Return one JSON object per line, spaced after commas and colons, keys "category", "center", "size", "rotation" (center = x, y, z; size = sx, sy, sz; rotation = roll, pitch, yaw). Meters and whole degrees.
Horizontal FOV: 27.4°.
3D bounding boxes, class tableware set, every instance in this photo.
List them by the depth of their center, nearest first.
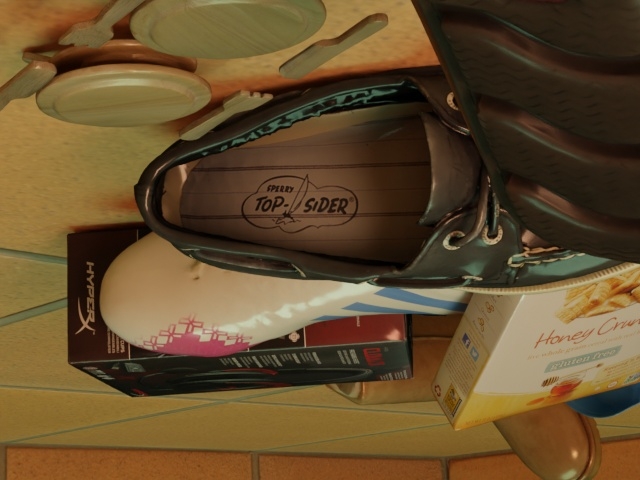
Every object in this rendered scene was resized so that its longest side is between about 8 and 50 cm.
{"category": "tableware set", "center": [-0.070, -0.097, 0.620], "size": [0.128, 0.039, 0.194], "rotation": [4, 165, -34]}

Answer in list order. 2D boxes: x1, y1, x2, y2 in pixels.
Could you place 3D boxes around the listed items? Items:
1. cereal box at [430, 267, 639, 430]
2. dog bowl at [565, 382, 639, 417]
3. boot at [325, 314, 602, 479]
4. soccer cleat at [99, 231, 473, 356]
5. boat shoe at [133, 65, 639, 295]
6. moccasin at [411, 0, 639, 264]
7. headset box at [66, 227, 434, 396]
{"category": "cereal box", "center": [0.186, 0.028, 0.884], "size": [0.173, 0.047, 0.240], "rotation": [-11, 143, -24]}
{"category": "dog bowl", "center": [0.268, 0.040, 1.010], "size": [0.074, 0.165, 0.297], "rotation": [-9, 170, -25]}
{"category": "boot", "center": [0.125, 0.147, 1.288], "size": [0.270, 0.236, 0.089], "rotation": [7, 129, -43]}
{"category": "soccer cleat", "center": [0.000, 0.000, 0.917], "size": [0.331, 0.116, 0.143], "rotation": [-8, 154, 2]}
{"category": "boat shoe", "center": [0.055, -0.034, 0.720], "size": [0.340, 0.127, 0.113], "rotation": [3, 180, 17]}
{"category": "moccasin", "center": [0.073, -0.136, 0.292], "size": [0.139, 0.147, 0.380], "rotation": [7, 154, 30]}
{"category": "headset box", "center": [-0.041, 0.058, 1.099], "size": [0.293, 0.110, 0.218], "rotation": [-4, 166, 4]}
